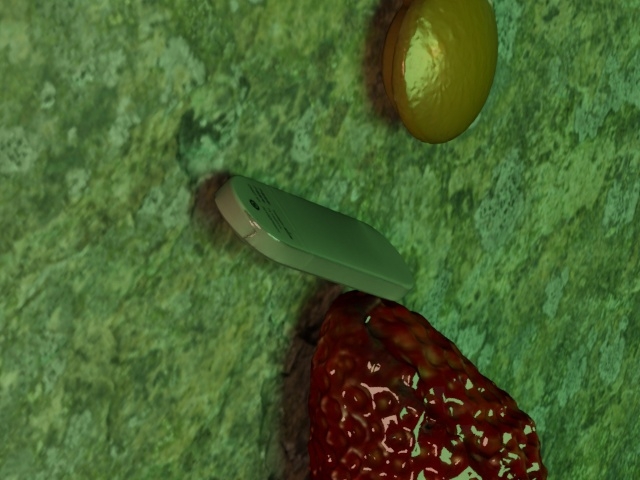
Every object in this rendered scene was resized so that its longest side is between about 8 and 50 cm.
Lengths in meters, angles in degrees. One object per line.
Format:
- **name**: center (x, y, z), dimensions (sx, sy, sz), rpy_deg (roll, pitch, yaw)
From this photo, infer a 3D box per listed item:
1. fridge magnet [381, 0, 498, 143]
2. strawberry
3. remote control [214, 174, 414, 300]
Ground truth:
- **fridge magnet**: center (0.099, -0.151, 1.371), dimensions (0.143, 0.063, 0.143), rpy_deg (-25, 122, -48)
- **strawberry**: center (0.073, 0.154, 1.375), dimensions (0.205, 0.205, 0.244), rpy_deg (-35, 108, -42)
- **remote control**: center (0.000, 0.000, 1.289), dimensions (0.022, 0.077, 0.245), rpy_deg (-45, 150, 17)
